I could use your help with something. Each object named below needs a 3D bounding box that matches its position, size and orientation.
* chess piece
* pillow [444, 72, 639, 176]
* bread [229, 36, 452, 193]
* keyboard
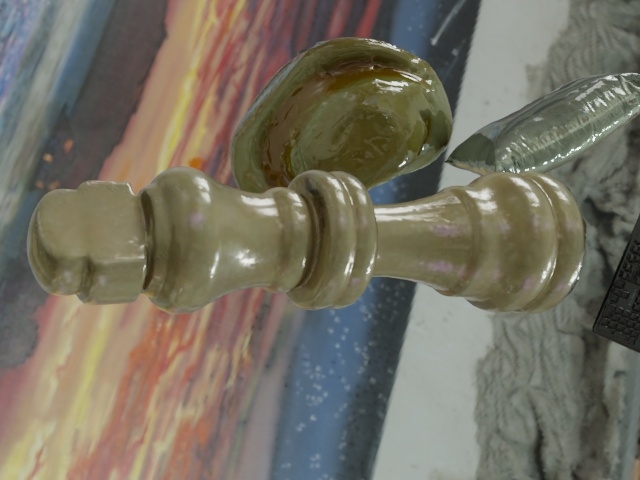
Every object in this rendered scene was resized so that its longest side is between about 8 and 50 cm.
[{"bbox_3d":[0.000,0.000,0.620,0.117,0.397,0.117,-3,-93,63],"label":"chess piece"},{"bbox_3d":[0.287,-0.142,1.098,0.254,0.078,0.144,-28,-159,-15],"label":"pillow"},{"bbox_3d":[0.018,-0.161,1.172,0.300,0.210,0.341,-21,-173,10],"label":"bread"},{"bbox_3d":[0.284,0.017,0.741,0.155,0.053,0.010,-68,163,1],"label":"keyboard"}]
